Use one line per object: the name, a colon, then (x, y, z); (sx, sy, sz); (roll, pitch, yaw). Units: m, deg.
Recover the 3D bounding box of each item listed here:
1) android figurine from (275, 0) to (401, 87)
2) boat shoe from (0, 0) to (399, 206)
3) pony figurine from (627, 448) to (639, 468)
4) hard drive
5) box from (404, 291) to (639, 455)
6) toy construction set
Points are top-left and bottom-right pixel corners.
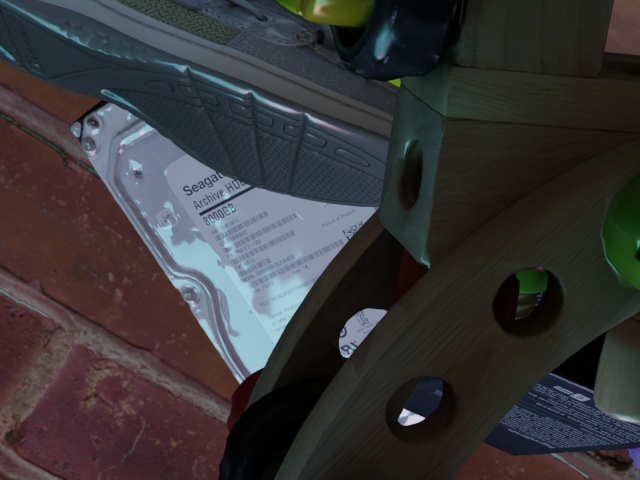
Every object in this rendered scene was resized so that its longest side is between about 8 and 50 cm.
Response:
android figurine: (0.075, -0.103, 1.077); (0.273, 0.056, 0.248); (31, -179, -37)
boat shoe: (-0.074, -0.118, 1.001); (0.320, 0.103, 0.118); (24, 158, 13)
pony figurine: (0.286, 0.128, 1.083); (0.351, 0.303, 0.363); (-6, -154, -39)
hard drive: (0.000, 0.000, 1.301); (0.339, 0.237, 0.064); (58, -148, -10)
box: (0.130, 0.028, 0.974); (0.108, 0.153, 0.207); (24, 162, -18)
toy construction set: (0.105, -0.031, 0.537); (0.257, 0.237, 0.309); (3, -165, 9)
